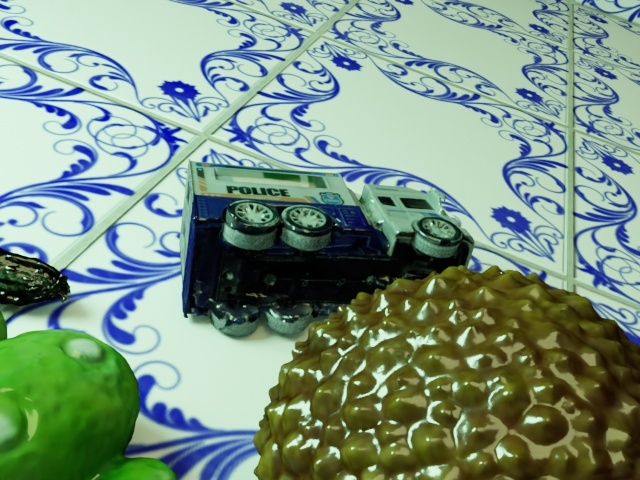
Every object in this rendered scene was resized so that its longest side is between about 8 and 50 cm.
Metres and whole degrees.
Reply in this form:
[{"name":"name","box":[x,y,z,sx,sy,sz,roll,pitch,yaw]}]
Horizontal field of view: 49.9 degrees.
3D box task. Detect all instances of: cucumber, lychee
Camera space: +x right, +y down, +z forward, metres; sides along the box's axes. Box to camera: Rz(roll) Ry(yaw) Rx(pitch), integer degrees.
[{"name":"cucumber","box":[-0.302,0.023,0.584,0.182,0.053,0.053,16,35,-7]},{"name":"lychee","box":[0.088,0.149,0.426,0.268,0.267,0.267,12,36,-9]}]

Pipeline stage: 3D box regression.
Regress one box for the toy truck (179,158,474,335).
[{"name":"toy truck","box":[0.000,0.000,0.681,0.268,0.124,0.155,3,33,-18]}]

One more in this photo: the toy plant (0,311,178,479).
[{"name":"toy plant","box":[-0.242,0.131,0.393,0.224,0.184,0.316,46,28,27]}]
